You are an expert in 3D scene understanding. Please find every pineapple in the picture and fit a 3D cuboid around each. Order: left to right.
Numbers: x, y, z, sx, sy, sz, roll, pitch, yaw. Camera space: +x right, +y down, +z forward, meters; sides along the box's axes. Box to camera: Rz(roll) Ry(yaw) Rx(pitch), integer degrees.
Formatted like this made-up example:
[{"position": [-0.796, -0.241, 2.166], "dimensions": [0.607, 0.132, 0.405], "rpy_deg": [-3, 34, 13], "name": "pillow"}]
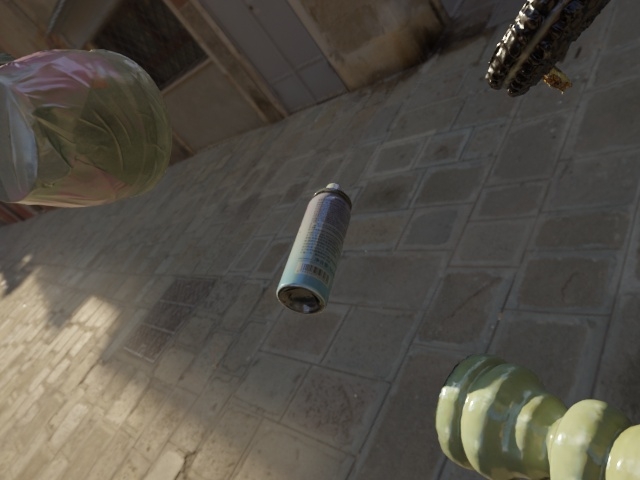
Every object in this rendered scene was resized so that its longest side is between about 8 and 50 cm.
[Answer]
[{"position": [0.362, -0.268, 0.729], "dimensions": [0.045, 0.083, 0.019], "rpy_deg": [-29, -12, -40], "name": "pineapple"}]

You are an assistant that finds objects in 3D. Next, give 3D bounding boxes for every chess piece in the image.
[{"position": [0.245, 0.203, 0.449], "dimensions": [0.133, 0.133, 0.243], "rpy_deg": [-53, 26, -19], "name": "chess piece"}]

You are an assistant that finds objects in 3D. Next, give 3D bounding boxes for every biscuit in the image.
[{"position": [0.223, -0.214, 0.406], "dimensions": [0.195, 0.053, 0.194], "rpy_deg": [-49, -9, -11], "name": "biscuit"}]

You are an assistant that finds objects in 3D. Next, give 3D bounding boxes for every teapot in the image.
[{"position": [-0.281, -0.135, 0.469], "dimensions": [0.163, 0.222, 0.178], "rpy_deg": [-34, 2, 27], "name": "teapot"}]

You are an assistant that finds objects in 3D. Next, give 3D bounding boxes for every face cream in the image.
[{"position": [0.000, 0.000, 0.708], "dimensions": [0.075, 0.075, 0.230], "rpy_deg": [-18, 38, 36], "name": "face cream"}]
